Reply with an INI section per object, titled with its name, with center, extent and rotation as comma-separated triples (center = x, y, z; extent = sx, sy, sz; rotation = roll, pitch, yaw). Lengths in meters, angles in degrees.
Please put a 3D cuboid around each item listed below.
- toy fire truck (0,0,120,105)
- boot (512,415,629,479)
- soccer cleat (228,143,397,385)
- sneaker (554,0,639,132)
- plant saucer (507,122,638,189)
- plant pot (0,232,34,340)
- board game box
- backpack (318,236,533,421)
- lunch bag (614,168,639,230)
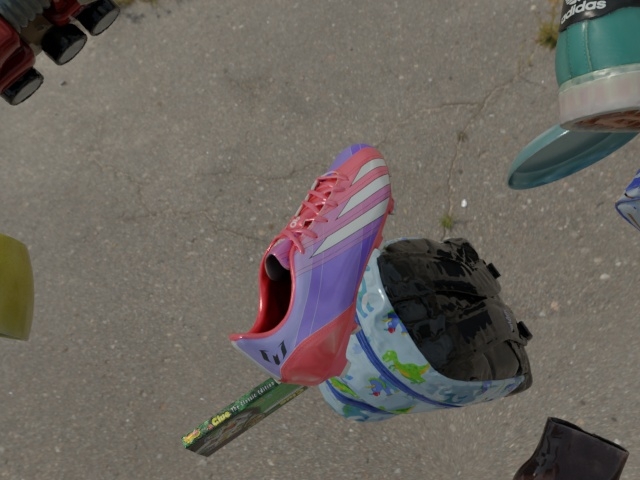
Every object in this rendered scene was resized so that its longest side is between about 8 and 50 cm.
[toy fire truck]
center = -0.328, -0.268, 0.591
extent = 0.158, 0.246, 0.217
rotation = 45, 77, -16
[boot]
center = 0.409, 0.403, 0.761
extent = 0.249, 0.090, 0.206
rotation = 26, 96, 14
[soccer cleat]
center = 0.000, 0.000, 0.446
extent = 0.083, 0.095, 0.248
rotation = -24, 42, 49
[sneaker]
center = 0.305, -0.153, 0.426
extent = 0.108, 0.302, 0.121
rotation = -1, 94, 56
[plant saucer]
center = 0.562, -0.211, 1.156
extent = 0.318, 0.317, 0.043
rotation = -21, 71, 5
[plant pot]
center = -0.351, 0.039, 0.524
extent = 0.134, 0.134, 0.095
rotation = 5, 70, 17
[board game box]
center = -0.149, 0.355, 1.077
extent = 0.260, 0.136, 0.030
rotation = -32, 59, -11
[backpack]
center = 0.143, 0.129, 0.766
extent = 0.273, 0.355, 0.290
rotation = -26, 72, 19
[lunch bag]
center = 0.647, -0.047, 0.861
extent = 0.243, 0.303, 0.115
rotation = 40, 93, 6
